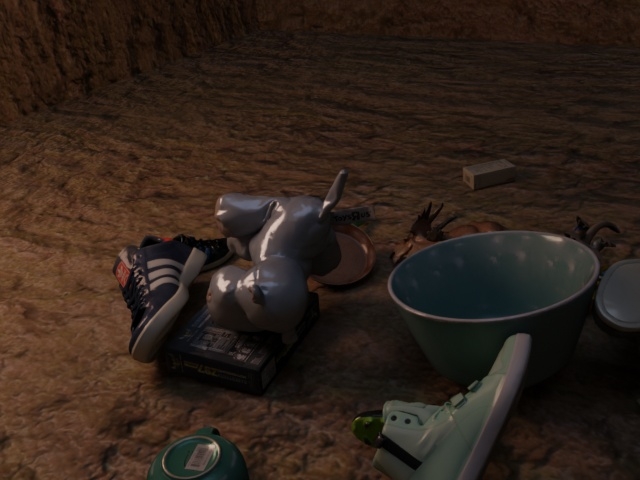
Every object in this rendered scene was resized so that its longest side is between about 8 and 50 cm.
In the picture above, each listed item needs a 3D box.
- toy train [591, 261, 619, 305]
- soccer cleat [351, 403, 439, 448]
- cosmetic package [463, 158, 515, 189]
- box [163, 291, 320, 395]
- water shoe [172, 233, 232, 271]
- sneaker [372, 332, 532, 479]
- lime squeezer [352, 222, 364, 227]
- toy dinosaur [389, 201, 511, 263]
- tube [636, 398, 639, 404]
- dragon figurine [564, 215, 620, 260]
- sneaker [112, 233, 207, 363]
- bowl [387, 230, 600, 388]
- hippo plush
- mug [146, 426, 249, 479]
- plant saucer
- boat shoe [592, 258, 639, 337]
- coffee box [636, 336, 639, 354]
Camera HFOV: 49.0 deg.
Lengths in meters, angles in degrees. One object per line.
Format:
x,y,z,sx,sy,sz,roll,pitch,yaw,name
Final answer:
0.522,0.100,1.210,0.125,0.046,0.166,16,38,34,toy train
0.133,0.260,0.986,0.179,0.060,0.072,2,19,3,soccer cleat
0.413,-0.162,1.718,0.115,0.041,0.060,-12,28,-11,cosmetic package
-0.130,0.157,1.217,0.183,0.059,0.232,9,31,22,box
-0.269,0.023,1.473,0.203,0.080,0.073,-24,33,-29,water shoe
0.164,0.208,0.900,0.151,0.094,0.256,25,76,25,sneaker
0.000,0.000,1.509,0.310,0.059,0.110,-19,1,-19,lime squeezer
0.287,0.003,1.363,0.296,0.127,0.200,1,22,2,toy dinosaur
0.566,0.229,0.948,0.240,0.070,0.062,-7,64,10,tube
0.443,0.041,1.256,0.085,0.144,0.289,40,36,13,dragon figurine
-0.315,0.091,1.262,0.148,0.131,0.350,28,18,-9,sneaker
0.270,0.115,1.079,0.311,0.163,0.311,-11,21,4,bowl
-0.058,0.059,1.171,0.294,0.234,0.236,-6,56,29,hippo plush
-0.163,0.306,0.908,0.129,0.097,0.158,-21,32,-25,mug
0.026,0.029,1.406,0.168,0.029,0.168,3,49,-4,plant saucer
0.491,0.081,1.052,0.116,0.099,0.319,37,42,26,boat shoe
0.568,0.150,0.946,0.141,0.098,0.246,-14,2,-13,coffee box
